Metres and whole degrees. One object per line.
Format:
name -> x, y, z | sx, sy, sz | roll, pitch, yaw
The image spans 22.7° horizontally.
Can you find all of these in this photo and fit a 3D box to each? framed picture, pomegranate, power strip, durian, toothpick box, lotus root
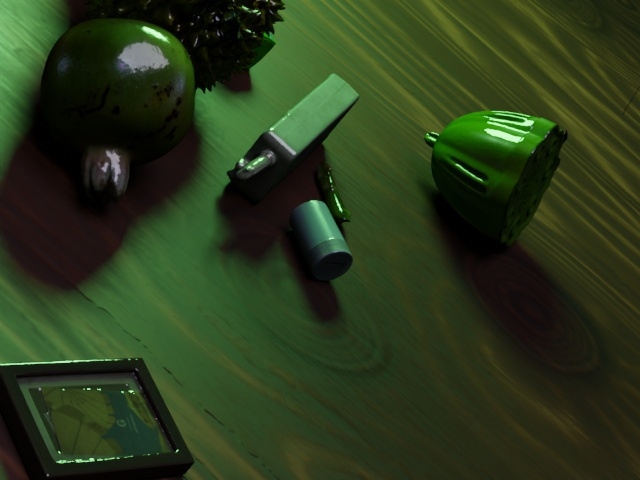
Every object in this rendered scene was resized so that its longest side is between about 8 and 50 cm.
framed picture -> -0.211, 0.166, 1.472 | 0.168, 0.023, 0.128 | 2, 48, -44
pomegranate -> -0.220, -0.138, 1.727 | 0.180, 0.180, 0.210 | 15, 68, -33
power strip -> -0.039, -0.119, 1.929 | 0.053, 0.093, 0.288 | 42, 33, 0
durian -> -0.164, -0.303, 1.889 | 0.224, 0.291, 0.291 | 3, 17, 31
toothpick box -> 0.000, 0.000, 1.860 | 0.052, 0.052, 0.083 | 9, 41, -38
lotus root -> 0.213, -0.105, 2.118 | 0.186, 0.186, 0.186 | 26, 35, -20

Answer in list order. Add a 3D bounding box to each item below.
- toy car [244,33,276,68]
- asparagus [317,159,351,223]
toy car -> -0.118, -0.300, 2.099 | 0.062, 0.071, 0.165 | 22, 33, -50
asparagus -> 0.015, -0.058, 1.975 | 0.025, 0.021, 0.108 | 18, 37, -36
